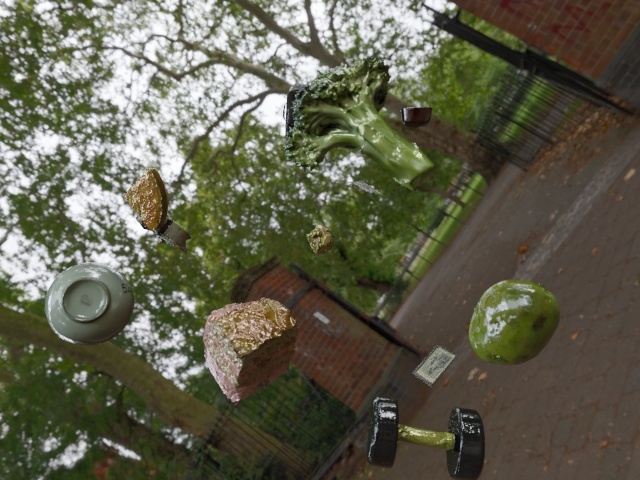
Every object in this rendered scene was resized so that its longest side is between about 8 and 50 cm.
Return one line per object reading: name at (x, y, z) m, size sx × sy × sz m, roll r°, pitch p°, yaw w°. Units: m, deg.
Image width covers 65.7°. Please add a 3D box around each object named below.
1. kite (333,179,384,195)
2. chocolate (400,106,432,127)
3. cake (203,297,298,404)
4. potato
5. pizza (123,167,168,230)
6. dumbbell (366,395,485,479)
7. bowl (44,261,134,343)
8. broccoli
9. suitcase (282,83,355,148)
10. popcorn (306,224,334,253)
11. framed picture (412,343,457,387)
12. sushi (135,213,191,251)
kite at (0.138, -0.204, 1.857) m, size 0.229 × 0.127 × 0.016 m, roll -1°, pitch -64°, yaw -46°
chocolate at (0.408, -0.502, 2.030) m, size 0.148 × 0.125 × 0.080 m, roll -7°, pitch -77°, yaw -42°
cake at (-0.282, 0.414, 1.977) m, size 0.314 × 0.293 × 0.307 m, roll -19°, pitch -43°, yaw -35°
potato at (0.464, 0.199, 1.202) m, size 0.148 × 0.186 × 0.253 m, roll 0°, pitch -35°, yaw -35°
pizza at (-0.457, -0.117, 1.319) m, size 0.046 × 0.134 × 0.175 m, roll -33°, pitch -40°, yaw -59°
dumbbell at (0.308, 0.591, 1.483) m, size 0.204 × 0.322 × 0.204 m, roll 7°, pitch -90°, yaw -85°
bowl at (-0.951, 0.250, 2.027) m, size 0.354 × 0.354 × 0.185 m, roll -52°, pitch 7°, yaw -21°
broccoli at (0.134, -0.325, 1.353) m, size 0.275 × 0.396 × 0.353 m, roll 15°, pitch -95°, yaw -76°
suitcase at (0.031, -0.593, 2.389) m, size 0.194 × 0.433 × 0.283 m, roll -75°, pitch -7°, yaw -56°
popcorn at (0.001, -0.002, 1.902) m, size 0.089 × 0.096 × 0.109 m, roll 17°, pitch -92°, yaw -58°
framed picture at (0.537, 0.584, 2.331) m, size 0.195 × 0.010 × 0.199 m, roll -46°, pitch 13°, yaw -9°
sushi at (-0.688, -0.057, 2.198) m, size 0.134 × 0.273 × 0.109 m, roll -42°, pitch -7°, yaw -24°
